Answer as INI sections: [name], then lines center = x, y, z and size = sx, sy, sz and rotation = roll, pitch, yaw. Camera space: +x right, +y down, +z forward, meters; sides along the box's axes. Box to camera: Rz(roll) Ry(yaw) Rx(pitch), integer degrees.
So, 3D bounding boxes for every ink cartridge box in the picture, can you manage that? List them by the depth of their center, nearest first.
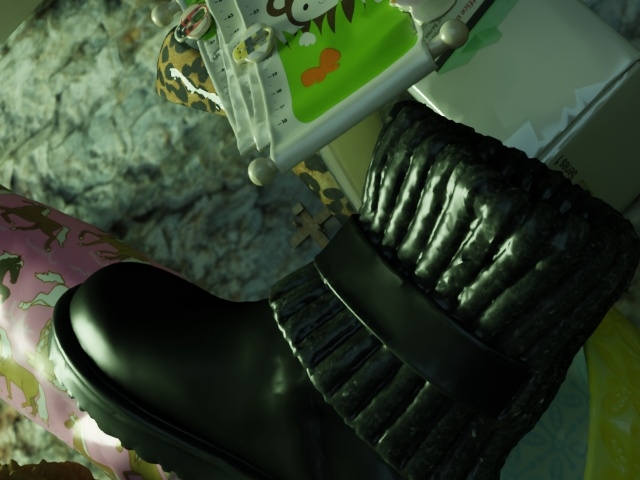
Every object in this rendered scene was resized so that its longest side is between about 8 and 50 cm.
[ink cartridge box]
center = 0.114, -0.142, 0.788
size = 0.117, 0.201, 0.278
rotation = -45, 64, 11

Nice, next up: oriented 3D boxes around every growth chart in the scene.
[growth chart]
center = -0.013, -0.139, 0.686
size = 0.172, 0.021, 0.237
rotation = -41, 44, 11

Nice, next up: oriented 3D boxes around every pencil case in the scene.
[pencil case]
center = -0.194, 0.088, 0.916
size = 0.386, 0.160, 0.167
rotation = 25, 127, 27

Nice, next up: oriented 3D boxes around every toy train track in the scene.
[toy train track]
center = 0.000, 0.000, 0.919
size = 0.048, 0.014, 0.083
rotation = -42, 65, 12

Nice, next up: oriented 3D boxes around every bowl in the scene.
[bowl]
center = 0.159, 0.171, 0.707
size = 0.156, 0.289, 0.289
rotation = 17, 86, -14

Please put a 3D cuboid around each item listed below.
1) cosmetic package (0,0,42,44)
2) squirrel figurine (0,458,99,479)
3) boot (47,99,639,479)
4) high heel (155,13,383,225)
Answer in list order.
[cosmetic package]
center = -0.281, -0.357, 1.061
size = 0.296, 0.129, 0.153
rotation = -44, 58, 12
[squirrel figurine]
center = -0.307, 0.336, 0.823
size = 0.281, 0.397, 0.370
rotation = 45, 137, 14
[boot]
center = -0.004, 0.028, 0.661
size = 0.348, 0.131, 0.260
rotation = 28, 111, 27
[high heel]
center = -0.045, -0.088, 0.942
size = 0.186, 0.093, 0.261
rotation = -31, 79, 41
